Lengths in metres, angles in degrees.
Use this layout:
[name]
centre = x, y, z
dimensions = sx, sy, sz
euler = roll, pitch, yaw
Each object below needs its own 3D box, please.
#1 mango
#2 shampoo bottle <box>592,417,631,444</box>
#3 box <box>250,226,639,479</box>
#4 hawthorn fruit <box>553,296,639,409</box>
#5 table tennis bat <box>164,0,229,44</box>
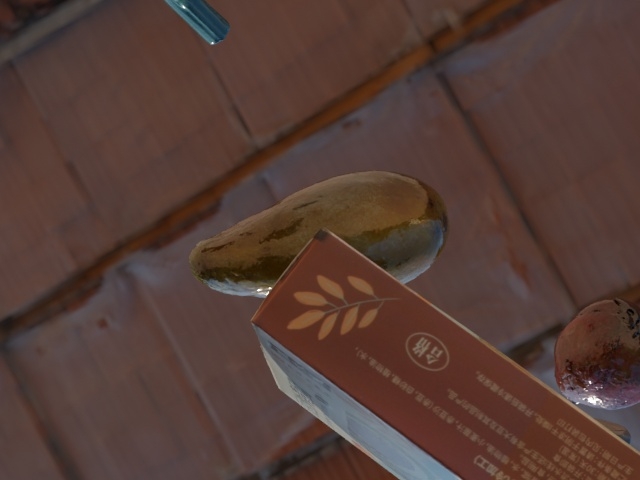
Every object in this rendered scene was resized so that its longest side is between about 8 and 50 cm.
[mango]
centre = 0.000, 0.000, 1.781
dimensions = 0.316, 0.146, 0.193
euler = -9, -169, -8
[shampoo bottle]
centre = 0.313, 0.291, 1.766
dimensions = 0.080, 0.165, 0.040
euler = 11, -161, 5
[box]
centre = 0.130, 0.185, 1.493
dimensions = 0.122, 0.385, 0.344
euler = -52, 167, -11
[hawthorn fruit]
centre = 0.460, 0.208, 2.458
dimensions = 0.235, 0.181, 0.181
euler = -55, 167, 31
[table tennis bat]
centre = -0.171, -0.281, 1.609
dimensions = 0.033, 0.201, 0.124
euler = -45, -144, 5
